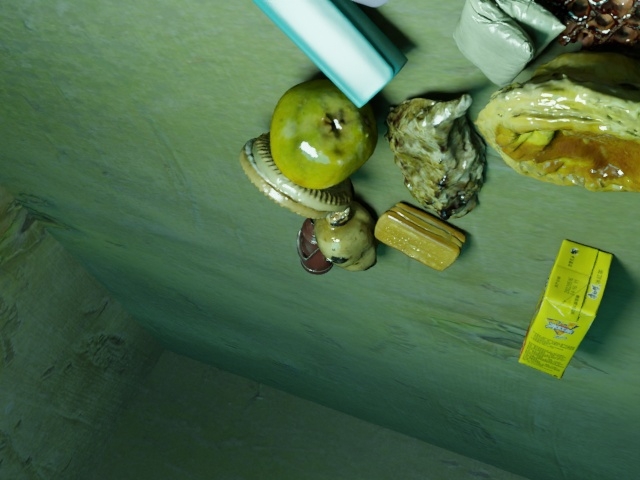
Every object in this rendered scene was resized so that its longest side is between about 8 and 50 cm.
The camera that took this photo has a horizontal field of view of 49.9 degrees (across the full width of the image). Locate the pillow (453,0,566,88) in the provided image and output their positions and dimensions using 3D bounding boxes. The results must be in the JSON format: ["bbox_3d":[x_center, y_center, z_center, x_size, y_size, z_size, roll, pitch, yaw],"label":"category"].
[{"bbox_3d":[0.260,-0.297,0.997,0.134,0.078,0.181,39,176,4],"label":"pillow"}]

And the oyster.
[{"bbox_3d":[0.198,-0.165,1.307,0.204,0.111,0.396,20,156,23],"label":"oyster"}]

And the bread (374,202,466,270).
[{"bbox_3d":[0.227,-0.012,1.578,0.200,0.077,0.116,27,155,5],"label":"bread"}]

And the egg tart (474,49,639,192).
[{"bbox_3d":[0.401,-0.175,1.009,0.351,0.150,0.352,18,173,2],"label":"egg tart"}]

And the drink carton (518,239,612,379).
[{"bbox_3d":[0.531,0.162,1.509,0.111,0.155,0.351,20,152,17],"label":"drink carton"}]

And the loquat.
[{"bbox_3d":[-0.003,-0.203,1.315,0.213,0.213,0.246,35,174,-14],"label":"loquat"}]

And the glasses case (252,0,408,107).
[{"bbox_3d":[-0.004,-0.359,1.126,0.301,0.070,0.117,43,135,-11],"label":"glasses case"}]

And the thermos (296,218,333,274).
[{"bbox_3d":[0.000,-0.003,1.797,0.124,0.099,0.232,-9,151,-9],"label":"thermos"}]

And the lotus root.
[{"bbox_3d":[0.062,-0.009,1.654,0.140,0.154,0.257,5,149,28],"label":"lotus root"}]

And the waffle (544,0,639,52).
[{"bbox_3d":[0.385,-0.334,0.882,0.221,0.055,0.234,6,151,38],"label":"waffle"}]

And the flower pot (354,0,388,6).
[{"bbox_3d":[0.029,-0.433,0.849,0.243,0.265,0.265,27,156,-24],"label":"flower pot"}]

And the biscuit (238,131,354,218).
[{"bbox_3d":[-0.047,-0.141,1.454,0.259,0.259,0.079,32,117,-7],"label":"biscuit"}]
